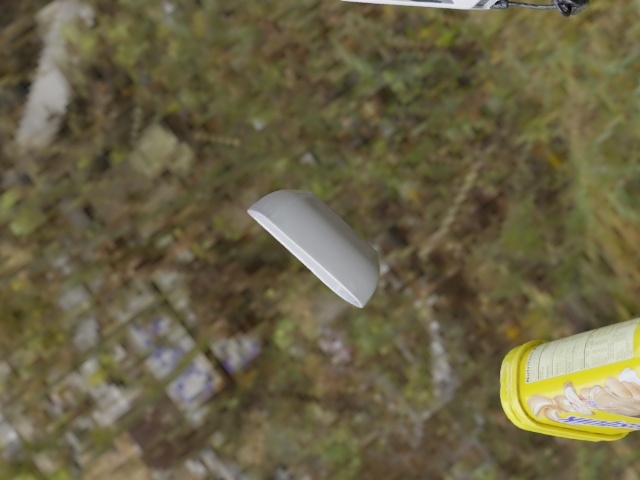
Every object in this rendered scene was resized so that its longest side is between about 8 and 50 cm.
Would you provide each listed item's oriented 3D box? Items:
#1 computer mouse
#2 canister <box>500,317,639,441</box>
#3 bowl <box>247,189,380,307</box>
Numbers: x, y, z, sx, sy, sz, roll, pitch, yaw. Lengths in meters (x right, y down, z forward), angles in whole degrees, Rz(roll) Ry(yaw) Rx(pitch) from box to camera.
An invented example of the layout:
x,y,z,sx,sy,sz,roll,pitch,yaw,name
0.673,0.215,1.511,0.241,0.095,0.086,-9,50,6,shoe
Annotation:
x,y,z,sx,sy,sz,roll,pitch,yaw,name
0.103,-0.191,1.326,0.106,0.193,0.042,-33,-53,-73,computer mouse
0.241,0.108,1.409,0.170,0.126,0.073,-23,60,55,canister
0.000,0.000,1.760,0.142,0.053,0.142,43,174,-9,bowl
